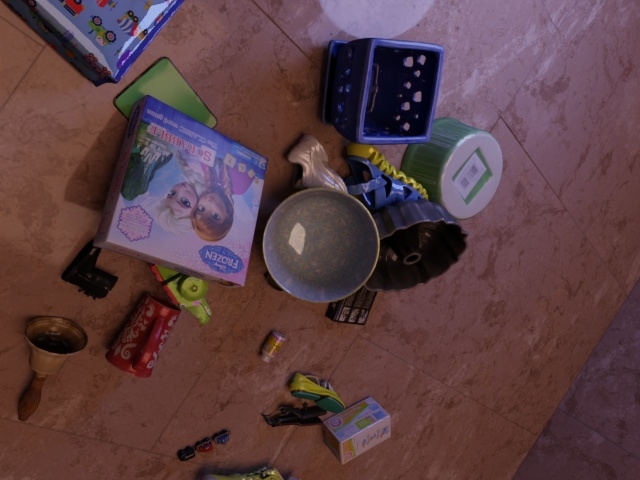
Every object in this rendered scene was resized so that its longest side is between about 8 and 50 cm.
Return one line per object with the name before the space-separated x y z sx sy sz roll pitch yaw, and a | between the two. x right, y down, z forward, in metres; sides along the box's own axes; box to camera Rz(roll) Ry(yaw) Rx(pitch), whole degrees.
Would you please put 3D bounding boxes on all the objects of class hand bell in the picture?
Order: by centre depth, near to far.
hand bell | -0.607 0.297 1.150 0.126 0.126 0.242 16 111 -38

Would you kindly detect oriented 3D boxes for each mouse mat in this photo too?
mouse mat | -0.328 -0.275 1.150 0.152 0.007 0.189 -45 127 -10

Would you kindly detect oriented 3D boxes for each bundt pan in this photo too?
bundt pan | 0.237 0.007 1.502 0.331 0.124 0.330 -12 143 -9

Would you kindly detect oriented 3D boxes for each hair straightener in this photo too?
hair straightener | -0.076 0.528 1.647 0.231 0.047 0.089 12 105 -33

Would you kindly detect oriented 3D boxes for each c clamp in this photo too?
c clamp | -0.102 0.058 1.443 0.137 0.022 0.160 23 93 -44

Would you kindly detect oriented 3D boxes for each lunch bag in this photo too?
lunch bag | -0.382 -0.466 0.967 0.221 0.138 0.293 46 71 -36

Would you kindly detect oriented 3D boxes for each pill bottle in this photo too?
pill bottle | -0.137 0.300 1.503 0.043 0.043 0.083 33 89 -39

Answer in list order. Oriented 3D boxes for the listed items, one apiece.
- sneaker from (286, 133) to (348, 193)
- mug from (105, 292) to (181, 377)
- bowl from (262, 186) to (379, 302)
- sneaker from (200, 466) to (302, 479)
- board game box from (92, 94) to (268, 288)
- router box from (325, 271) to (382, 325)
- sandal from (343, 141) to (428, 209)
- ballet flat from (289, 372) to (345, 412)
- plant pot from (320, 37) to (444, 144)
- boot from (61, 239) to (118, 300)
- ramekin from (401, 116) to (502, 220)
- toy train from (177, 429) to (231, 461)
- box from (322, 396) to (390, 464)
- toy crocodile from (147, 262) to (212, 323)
sneaker | -0.015 -0.156 1.380 0.115 0.090 0.232 -38 118 -8
mug | -0.392 0.223 1.231 0.113 0.150 0.169 34 83 -53
bowl | 0.000 0.000 1.367 0.290 0.156 0.289 0 102 0
sneaker | -0.206 0.753 1.613 0.385 0.145 0.147 38 55 -37
board game box | -0.275 -0.092 1.130 0.319 0.066 0.317 23 67 -39
router box | 0.105 0.164 1.614 0.133 0.046 0.178 14 100 -38
sandal | 0.170 -0.142 1.478 0.317 0.126 0.138 30 82 -30
ballet flat | -0.004 0.466 1.649 0.077 0.077 0.231 -28 135 33
plant pot | 0.133 -0.369 1.301 0.236 0.212 0.235 -7 114 -33
boot | -0.486 0.067 1.158 0.121 0.045 0.099 -49 127 1
ramekin | 0.403 -0.206 1.600 0.304 0.148 0.303 -14 117 -30
toy train | -0.321 0.575 1.494 0.158 0.036 0.027 -17 118 -29
box | 0.121 0.630 1.777 0.203 0.114 0.103 -19 121 -27
toy crocodile | -0.344 0.055 1.210 0.105 0.115 0.340 -31 122 -17
